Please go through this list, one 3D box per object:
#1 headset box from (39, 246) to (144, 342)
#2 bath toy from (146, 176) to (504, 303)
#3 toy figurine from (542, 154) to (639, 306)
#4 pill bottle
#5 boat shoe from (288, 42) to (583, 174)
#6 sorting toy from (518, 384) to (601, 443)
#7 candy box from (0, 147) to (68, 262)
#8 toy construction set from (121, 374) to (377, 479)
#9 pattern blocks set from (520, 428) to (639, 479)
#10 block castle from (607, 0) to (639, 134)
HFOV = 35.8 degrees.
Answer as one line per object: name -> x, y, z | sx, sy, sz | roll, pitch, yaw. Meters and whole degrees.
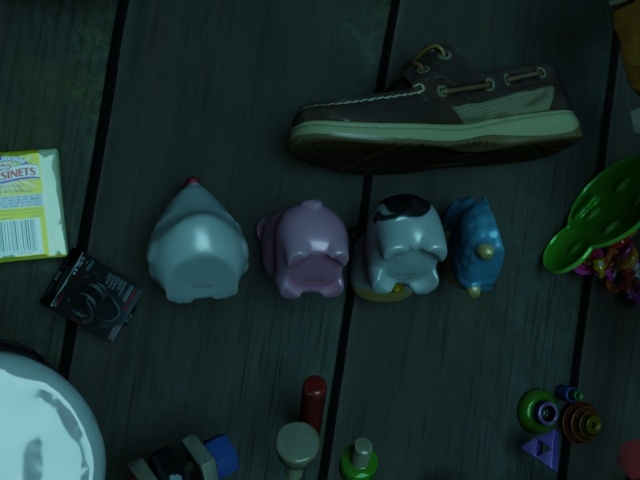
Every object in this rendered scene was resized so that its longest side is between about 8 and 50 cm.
headset box -> -0.215, 0.054, 0.946 | 0.083, 0.032, 0.062 | 36, 77, -31
bath toy -> 0.000, 0.000, 0.985 | 0.348, 0.151, 0.129 | 1, 49, -16
toy figurine -> 0.365, 0.017, 1.123 | 0.159, 0.130, 0.173 | 41, 98, -22
pill bottle -> -0.271, 0.163, 0.789 | 0.169, 0.301, 0.169 | 1, 86, -18
boat shoe -> 0.120, -0.145, 1.040 | 0.342, 0.123, 0.123 | -6, 81, -22
sorting toy -> 0.276, 0.194, 1.109 | 0.102, 0.042, 0.061 | 15, 83, -17
candy box -> -0.344, -0.026, 0.918 | 0.205, 0.027, 0.105 | -6, 88, -19
toy construction set -> -0.070, 0.306, 0.936 | 0.257, 0.237, 0.309 | 28, 58, 14
pattern blocks set -> 0.268, 0.349, 0.992 | 0.026, 0.285, 0.325 | 29, 50, -51
block castle -> 0.478, -0.107, 1.026 | 0.303, 0.212, 0.453 | -5, 82, -54
